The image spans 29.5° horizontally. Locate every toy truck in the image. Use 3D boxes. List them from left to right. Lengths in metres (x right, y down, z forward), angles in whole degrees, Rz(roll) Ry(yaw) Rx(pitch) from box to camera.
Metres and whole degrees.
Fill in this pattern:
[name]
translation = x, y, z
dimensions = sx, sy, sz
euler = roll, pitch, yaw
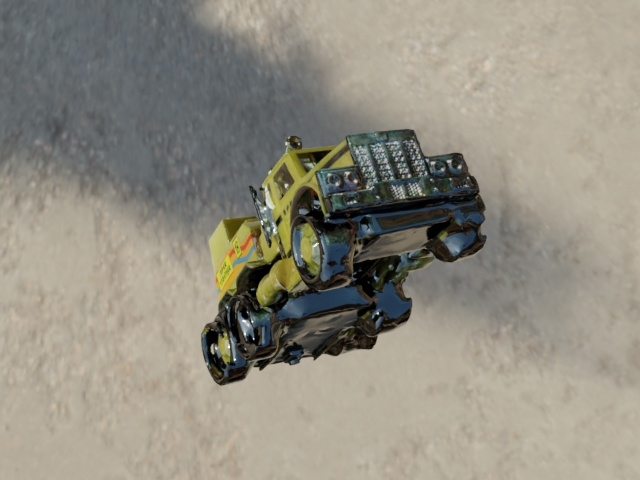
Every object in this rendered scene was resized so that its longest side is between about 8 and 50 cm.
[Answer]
[toy truck]
translation = 0.002, 0.003, 0.826
dimensions = 0.127, 0.257, 0.127
euler = -8, 73, -25
